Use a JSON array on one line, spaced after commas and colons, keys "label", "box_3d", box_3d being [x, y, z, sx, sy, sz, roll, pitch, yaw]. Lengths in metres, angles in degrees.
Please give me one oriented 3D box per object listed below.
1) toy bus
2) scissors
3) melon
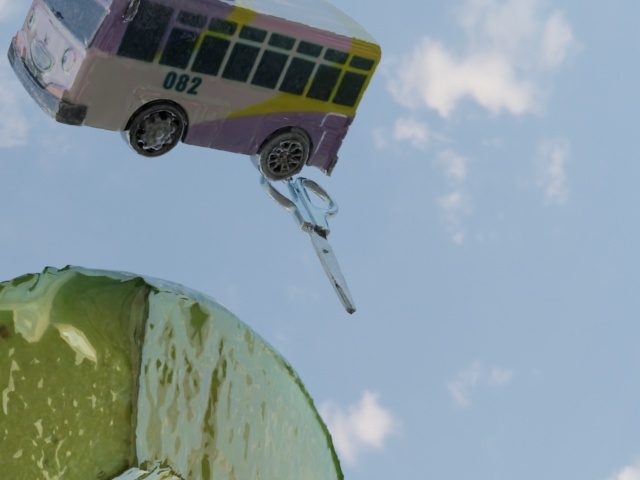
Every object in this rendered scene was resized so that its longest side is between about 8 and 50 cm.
[{"label": "toy bus", "box_3d": [-0.036, -0.057, 0.365, 0.102, 0.052, 0.058, 8, -63, -39]}, {"label": "scissors", "box_3d": [0.000, 0.000, 0.447, 0.036, 0.083, 0.006, 19, -60, -33]}, {"label": "melon", "box_3d": [-0.085, 0.125, 0.608, 0.323, 0.196, 0.124, 41, -153, -56]}]
